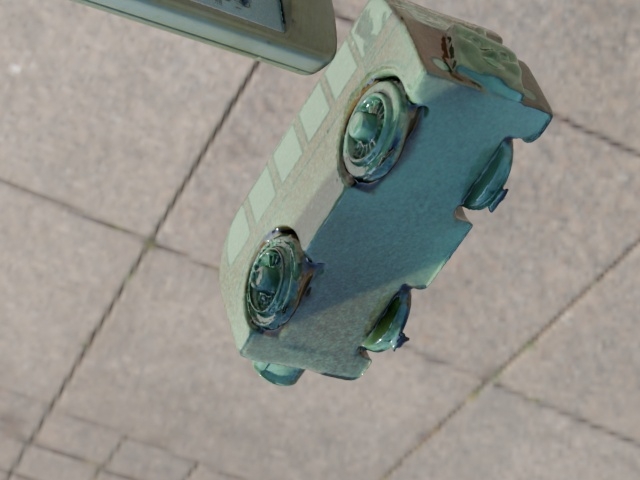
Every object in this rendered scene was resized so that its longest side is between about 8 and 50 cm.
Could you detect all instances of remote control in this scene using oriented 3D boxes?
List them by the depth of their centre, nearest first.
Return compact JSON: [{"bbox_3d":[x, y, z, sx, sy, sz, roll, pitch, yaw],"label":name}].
[{"bbox_3d":[-0.079,-0.166,0.906,0.038,0.098,0.233,-28,154,37],"label":"remote control"}]

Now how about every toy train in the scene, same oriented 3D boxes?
[{"bbox_3d":[0.032,-0.031,1.128,0.129,0.159,0.326,16,125,-27],"label":"toy train"}]
